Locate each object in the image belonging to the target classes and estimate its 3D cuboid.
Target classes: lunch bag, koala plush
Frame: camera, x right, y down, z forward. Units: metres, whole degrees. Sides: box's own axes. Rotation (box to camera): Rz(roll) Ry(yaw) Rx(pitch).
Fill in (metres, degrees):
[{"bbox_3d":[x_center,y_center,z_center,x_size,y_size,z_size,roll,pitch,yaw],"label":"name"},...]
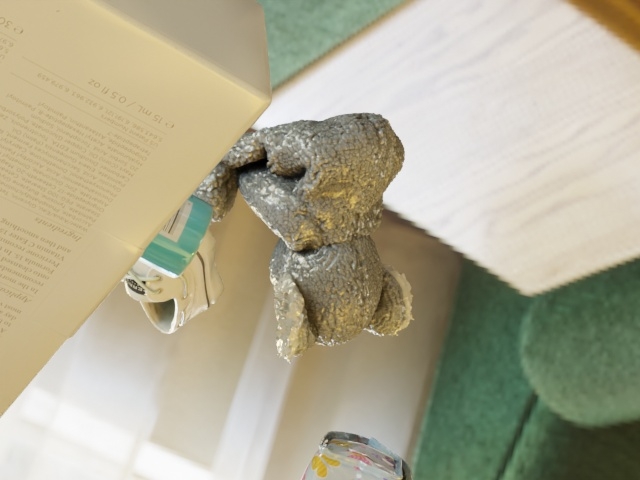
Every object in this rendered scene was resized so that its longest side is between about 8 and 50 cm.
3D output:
[{"bbox_3d":[0.012,0.134,0.719,0.053,0.071,0.083,21,180,2],"label":"lunch bag"},{"bbox_3d":[0.000,0.000,1.393,0.196,0.221,0.203,-7,177,-43],"label":"koala plush"}]

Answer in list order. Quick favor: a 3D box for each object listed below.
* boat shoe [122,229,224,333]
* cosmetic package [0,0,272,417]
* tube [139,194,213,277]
[{"bbox_3d":[-0.136,0.022,1.258,0.083,0.076,0.226,31,163,24],"label":"boat shoe"},{"bbox_3d":[-0.256,-0.078,0.663,0.377,0.097,0.284,29,120,-26],"label":"cosmetic package"},{"bbox_3d":[-0.166,-0.047,0.886,0.207,0.080,0.052,30,123,-16],"label":"tube"}]
